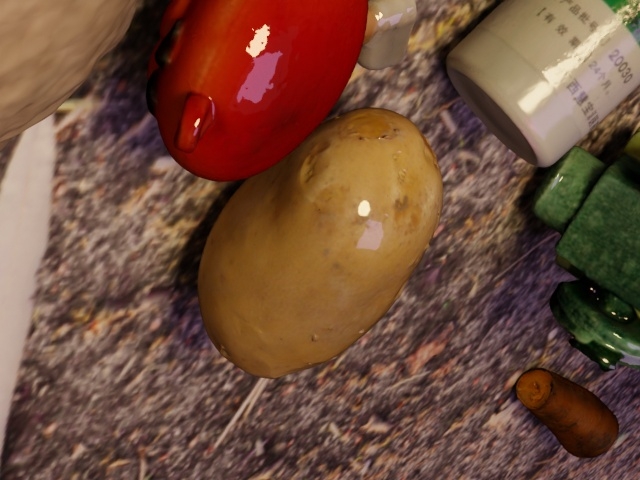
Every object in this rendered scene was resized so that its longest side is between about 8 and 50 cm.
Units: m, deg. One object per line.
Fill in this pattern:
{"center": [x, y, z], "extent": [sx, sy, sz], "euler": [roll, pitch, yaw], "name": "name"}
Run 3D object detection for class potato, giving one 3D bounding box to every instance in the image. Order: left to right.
{"center": [0.000, 0.000, 0.962], "extent": [0.118, 0.109, 0.178], "euler": [-6, 147, -41], "name": "potato"}

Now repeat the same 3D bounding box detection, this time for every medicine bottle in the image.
{"center": [0.194, -0.160, 1.030], "extent": [0.260, 0.095, 0.095], "euler": [-45, 152, -3], "name": "medicine bottle"}

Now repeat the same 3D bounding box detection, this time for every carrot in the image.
{"center": [0.210, 0.145, 1.497], "extent": [0.055, 0.055, 0.161], "euler": [-47, 145, 3], "name": "carrot"}

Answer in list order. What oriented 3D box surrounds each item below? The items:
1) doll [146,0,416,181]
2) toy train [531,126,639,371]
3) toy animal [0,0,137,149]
{"center": [-0.017, -0.098, 0.852], "extent": [0.217, 0.085, 0.183], "euler": [-45, 161, -39], "name": "doll"}
{"center": [0.335, 0.052, 1.228], "extent": [0.160, 0.397, 0.253], "euler": [-60, 169, 23], "name": "toy train"}
{"center": [-0.148, -0.134, 0.518], "extent": [0.226, 0.188, 0.358], "euler": [-5, 134, -36], "name": "toy animal"}
